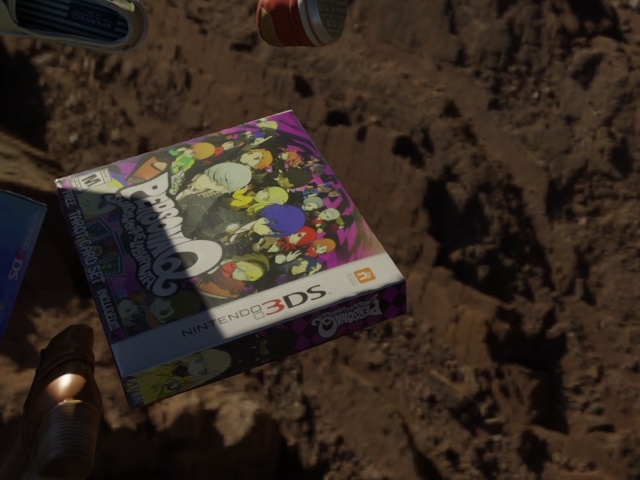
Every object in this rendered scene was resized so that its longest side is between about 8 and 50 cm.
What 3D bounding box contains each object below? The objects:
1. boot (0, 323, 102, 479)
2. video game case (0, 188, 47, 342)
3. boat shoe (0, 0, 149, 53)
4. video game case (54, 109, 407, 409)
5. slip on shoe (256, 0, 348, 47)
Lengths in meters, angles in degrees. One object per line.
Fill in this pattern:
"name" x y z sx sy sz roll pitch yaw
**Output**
"boot" -0.267 0.183 1.000 0.197 0.073 0.152 -38 40 28
"video game case" -0.392 0.079 1.105 0.244 0.061 0.269 3 74 57
"boat shoe" -0.345 -0.281 1.195 0.094 0.303 0.109 -118 39 -80
"video game case" -0.076 0.002 0.807 0.232 0.210 0.041 -120 18 -44
"slip on shoe" -0.013 -0.367 1.345 0.101 0.123 0.331 -7 49 23
